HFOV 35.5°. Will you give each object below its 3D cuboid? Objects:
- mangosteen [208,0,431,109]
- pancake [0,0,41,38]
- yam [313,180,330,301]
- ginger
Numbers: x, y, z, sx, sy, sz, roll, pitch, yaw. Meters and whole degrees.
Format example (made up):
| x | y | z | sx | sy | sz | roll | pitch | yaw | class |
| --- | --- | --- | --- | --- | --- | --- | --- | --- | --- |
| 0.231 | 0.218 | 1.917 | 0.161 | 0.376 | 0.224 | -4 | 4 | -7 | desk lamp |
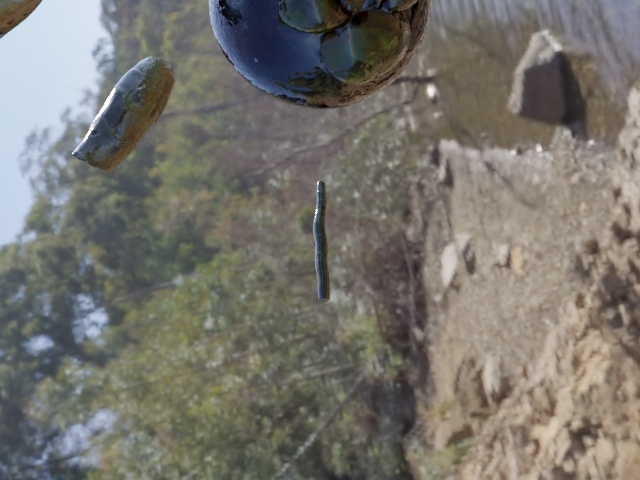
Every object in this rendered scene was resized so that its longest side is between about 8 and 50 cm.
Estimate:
| x | y | z | sx | sy | sz | roll | pitch | yaw | class |
| --- | --- | --- | --- | --- | --- | --- | --- | --- | --- |
| -0.001 | -0.309 | 1.285 | 0.300 | 0.300 | 0.300 | -14 | -90 | -90 | mangosteen |
| -0.540 | -0.258 | 1.350 | 0.082 | 0.387 | 0.387 | 61 | -173 | -26 | pancake |
| 0.001 | -0.001 | 1.781 | 0.029 | 0.027 | 0.234 | 85 | -177 | -65 | yam |
| -0.380 | -0.250 | 1.974 | 0.116 | 0.263 | 0.109 | 33 | 173 | 31 | ginger |
